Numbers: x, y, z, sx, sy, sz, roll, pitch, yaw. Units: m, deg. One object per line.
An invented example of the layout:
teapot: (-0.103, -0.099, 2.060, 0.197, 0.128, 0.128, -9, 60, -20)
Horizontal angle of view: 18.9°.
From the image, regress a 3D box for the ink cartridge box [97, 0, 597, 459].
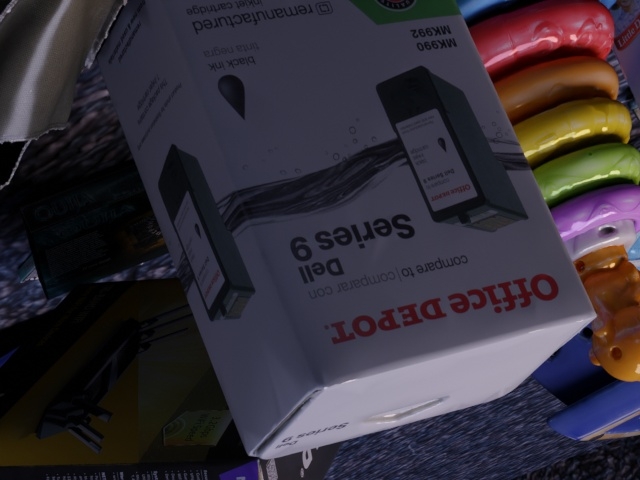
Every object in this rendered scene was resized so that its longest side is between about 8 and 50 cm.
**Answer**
ink cartridge box: (0.014, -0.034, 1.202, 0.211, 0.289, 0.121, -13, 160, -29)

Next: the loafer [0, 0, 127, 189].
loafer: (-0.166, -0.102, 1.115, 0.094, 0.087, 0.251, -11, 159, -34)

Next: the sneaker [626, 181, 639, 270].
sneaker: (0.210, 0.003, 1.838, 0.319, 0.127, 0.208, -19, 151, -15)

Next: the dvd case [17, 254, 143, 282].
dvd case: (-0.175, 0.004, 1.551, 0.119, 0.013, 0.087, -7, 157, -37)

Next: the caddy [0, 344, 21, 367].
caddy: (-0.229, 0.182, 1.738, 0.341, 0.179, 0.241, -32, 151, -13)

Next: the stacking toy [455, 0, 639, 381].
stacking toy: (0.173, -0.038, 1.365, 0.175, 0.302, 0.165, -35, 159, 33)

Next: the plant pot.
plant pot: (0.351, 0.094, 2.142, 0.236, 0.212, 0.236, -32, 160, 29)

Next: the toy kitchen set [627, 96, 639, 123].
toy kitchen set: (0.268, -0.112, 1.643, 0.166, 0.122, 0.207, -25, -177, 7)

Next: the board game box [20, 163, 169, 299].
board game box: (-0.133, -0.022, 1.474, 0.186, 0.026, 0.126, -21, 157, -12)

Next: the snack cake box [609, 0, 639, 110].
snack cake box: (0.330, -0.186, 1.373, 0.089, 0.152, 0.264, -6, 156, -42)

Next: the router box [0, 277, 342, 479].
router box: (-0.108, 0.117, 1.342, 0.243, 0.081, 0.309, -4, -159, 16)
